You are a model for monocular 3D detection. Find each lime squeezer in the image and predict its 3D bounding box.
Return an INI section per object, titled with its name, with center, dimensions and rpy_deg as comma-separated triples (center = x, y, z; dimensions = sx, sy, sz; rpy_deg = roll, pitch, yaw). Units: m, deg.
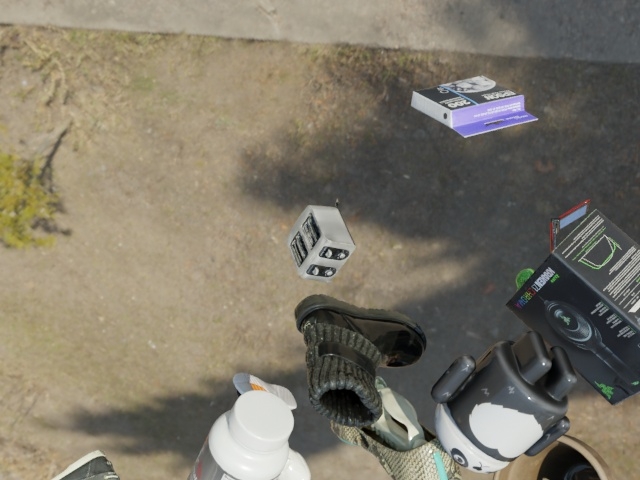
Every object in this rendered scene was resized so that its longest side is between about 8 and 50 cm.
[lime squeezer]
center = 0.490, 0.122, 1.541
dimensions = 0.110, 0.310, 0.059
rpy_deg = 29, 121, -5

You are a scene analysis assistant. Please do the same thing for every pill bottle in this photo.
[pill bottle]
center = -0.173, 0.476, 1.487
dimensions = 0.176, 0.176, 0.319
rpy_deg = 26, 120, -1

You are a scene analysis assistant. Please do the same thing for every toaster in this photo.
[toaster]
center = 0.000, 0.000, 1.966
dimensions = 0.110, 0.186, 0.168
rpy_deg = 7, 135, -34

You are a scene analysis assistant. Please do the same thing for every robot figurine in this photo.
[robot figurine]
center = 0.329, 0.296, 1.244
dimensions = 0.209, 0.173, 0.278
rpy_deg = 49, 117, 23

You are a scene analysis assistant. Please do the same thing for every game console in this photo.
[game console]
center = 0.551, -0.015, 1.523
dimensions = 0.085, 0.124, 0.144
rpy_deg = -2, 170, 19

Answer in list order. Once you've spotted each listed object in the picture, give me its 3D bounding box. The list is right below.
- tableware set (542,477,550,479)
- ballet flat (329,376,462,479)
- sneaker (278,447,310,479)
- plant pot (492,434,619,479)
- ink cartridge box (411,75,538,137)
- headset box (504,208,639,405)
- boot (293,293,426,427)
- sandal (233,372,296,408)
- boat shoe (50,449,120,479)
[tableware set]
center = 0.426, 0.462, 1.109
dimensions = 0.194, 0.128, 0.039
rpy_deg = 23, 101, 31
[ballet flat]
center = 0.147, 0.404, 1.542
dimensions = 0.483, 0.164, 0.182
rpy_deg = 17, 122, 67
[sneaker]
center = -0.113, 0.494, 1.612
dimensions = 0.212, 0.080, 0.094
rpy_deg = 42, 174, 24
[plant pot]
center = 0.544, 0.547, 1.500
dimensions = 0.263, 0.263, 0.229
rpy_deg = -19, 158, 40
[ink cartridge box]
center = 0.347, -0.307, 1.558
dimensions = 0.208, 0.206, 0.045
rpy_deg = 46, 145, 48
[headset box]
center = 0.500, 0.130, 1.197
dimensions = 0.283, 0.131, 0.246
rpy_deg = 45, 158, 15
[boot]
center = 0.105, 0.266, 1.438
dimensions = 0.347, 0.260, 0.131
rpy_deg = 16, 121, -26
[sandal]
center = -0.169, 0.462, 1.994
dimensions = 0.076, 0.102, 0.265
rpy_deg = -43, 138, 14
[boat shoe]
center = -0.473, 0.474, 1.231
dimensions = 0.079, 0.233, 0.084
rpy_deg = 46, 149, 21
